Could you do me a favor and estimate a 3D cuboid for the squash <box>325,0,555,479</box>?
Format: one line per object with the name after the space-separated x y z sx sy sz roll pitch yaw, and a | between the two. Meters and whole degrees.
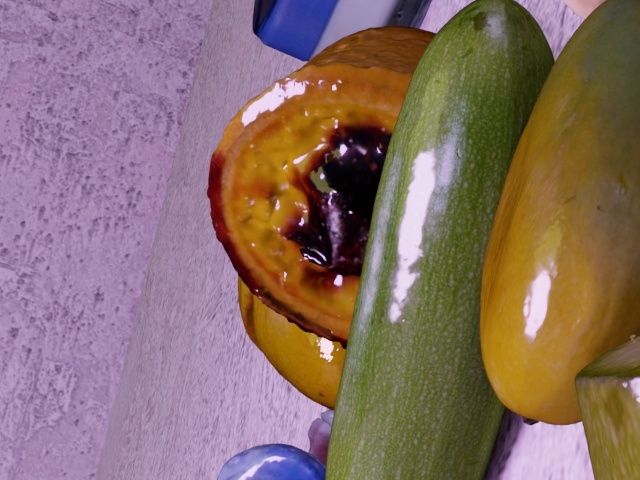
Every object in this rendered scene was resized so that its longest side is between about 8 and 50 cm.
0.071 0.049 0.997 0.107 0.107 0.395 -109 29 -70 | squash

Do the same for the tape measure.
0.036 -0.295 1.619 0.262 0.138 0.259 -85 16 -46 | tape measure

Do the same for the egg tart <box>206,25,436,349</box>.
0.045 -0.043 1.118 0.171 0.215 0.215 -62 -2 -56 | egg tart

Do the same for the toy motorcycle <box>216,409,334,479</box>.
-0.074 0.250 1.245 0.241 0.182 0.319 -86 16 -48 | toy motorcycle

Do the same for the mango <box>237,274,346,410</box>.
0.007 0.040 1.312 0.262 0.130 0.167 -123 50 -69 | mango

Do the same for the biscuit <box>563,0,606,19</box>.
0.169 -0.259 0.984 0.030 0.160 0.249 -30 -20 -36 | biscuit

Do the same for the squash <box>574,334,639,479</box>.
0.146 0.096 0.684 0.192 0.085 0.184 145 142 -74 | squash

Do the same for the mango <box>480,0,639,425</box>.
0.141 -0.018 0.868 0.137 0.091 0.237 127 163 -57 | mango
